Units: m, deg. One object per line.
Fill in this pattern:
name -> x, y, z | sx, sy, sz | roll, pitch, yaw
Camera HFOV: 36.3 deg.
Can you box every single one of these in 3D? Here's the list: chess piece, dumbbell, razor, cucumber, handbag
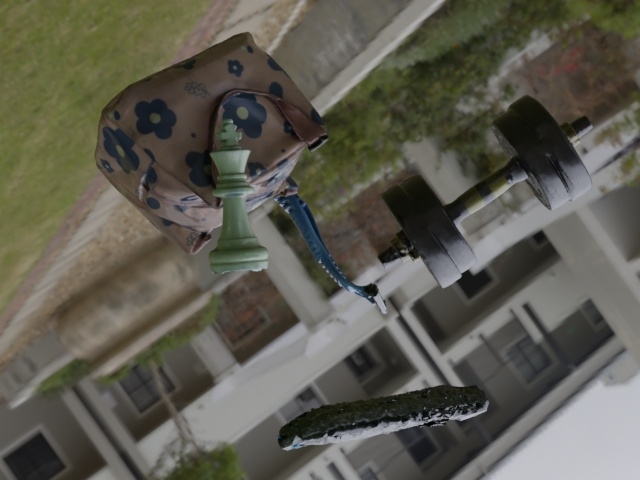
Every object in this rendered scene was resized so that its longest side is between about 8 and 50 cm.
chess piece -> -0.086, -0.043, 0.943 | 0.059, 0.149, 0.059 | -6, -178, 0
dumbbell -> 0.254, -0.075, 1.518 | 0.388, 0.185, 0.185 | -35, 180, 4
razor -> 0.000, 0.000, 1.328 | 0.042, 0.253, 0.082 | -37, 158, -2
cucumber -> 0.069, 0.186, 1.037 | 0.256, 0.044, 0.043 | -4, 163, -30
handbag -> -0.136, -0.119, 1.244 | 0.251, 0.193, 0.190 | -35, 164, -35
